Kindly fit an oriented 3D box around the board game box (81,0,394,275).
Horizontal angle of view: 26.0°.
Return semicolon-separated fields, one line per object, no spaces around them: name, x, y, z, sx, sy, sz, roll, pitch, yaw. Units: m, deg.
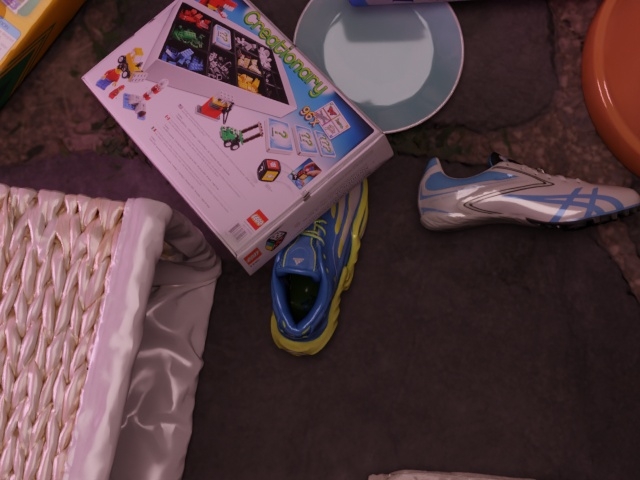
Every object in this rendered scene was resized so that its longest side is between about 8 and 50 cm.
board game box;-0.092;-0.131;1.446;0.193;0.053;0.305;-40;60;-4

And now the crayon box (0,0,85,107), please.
crayon box;-0.397;-0.255;1.506;0.203;0.083;0.323;37;87;5

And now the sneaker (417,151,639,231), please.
sneaker;0.221;-0.051;1.464;0.237;0.085;0.086;1;86;0

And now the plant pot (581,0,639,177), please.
plant pot;0.429;-0.200;1.422;0.291;0.203;0.291;0;81;1

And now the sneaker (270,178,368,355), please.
sneaker;0.000;0.000;1.441;0.091;0.126;0.240;7;82;2

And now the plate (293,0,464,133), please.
plate;0.063;-0.206;1.522;0.188;0.024;0.188;0;82;2

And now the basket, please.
basket;-0.269;0.127;1.333;0.266;0.328;0.331;9;81;7

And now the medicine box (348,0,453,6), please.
medicine box;0.162;-0.403;1.468;0.289;0.149;0.263;-3;72;3

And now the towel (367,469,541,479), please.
towel;0.178;0.336;1.427;0.282;0.049;0.187;6;83;1
